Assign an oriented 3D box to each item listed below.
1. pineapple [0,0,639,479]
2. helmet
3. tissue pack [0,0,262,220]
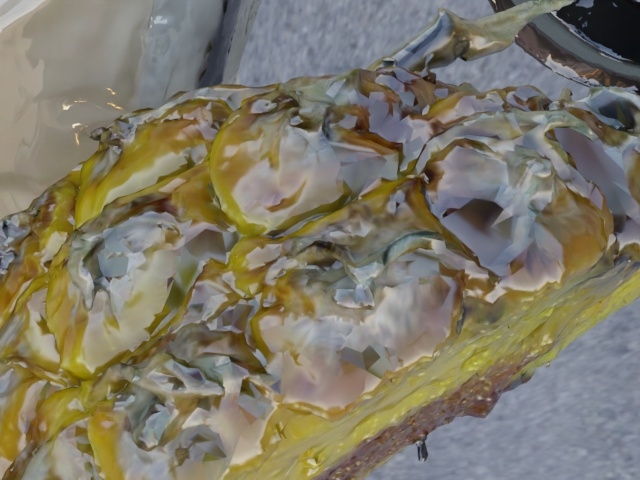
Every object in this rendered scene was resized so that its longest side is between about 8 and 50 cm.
[{"bbox_3d":[-0.003,-0.004,0.436,0.335,0.161,0.158,-23,67,-15],"label":"pineapple"},{"bbox_3d":[0.262,-0.245,1.129,0.225,0.305,0.177,33,82,-6],"label":"helmet"},{"bbox_3d":[-0.223,-0.068,0.650,0.376,0.195,0.390,17,121,8],"label":"tissue pack"}]
